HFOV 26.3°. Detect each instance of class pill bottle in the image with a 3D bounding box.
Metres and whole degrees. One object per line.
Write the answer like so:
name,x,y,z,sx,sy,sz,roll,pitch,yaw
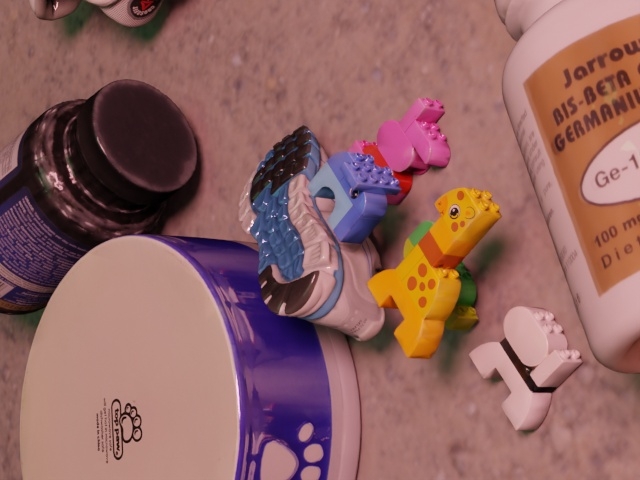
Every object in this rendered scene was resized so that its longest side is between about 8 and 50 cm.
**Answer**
pill bottle,0.162,-0.062,0.677,0.131,0.131,0.229,-35,61,39
pill bottle,-0.197,-0.034,1.069,0.219,0.123,0.123,-31,63,40

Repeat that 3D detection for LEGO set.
LEGO set,0.072,-0.007,0.801,0.093,0.087,0.227,-51,52,30

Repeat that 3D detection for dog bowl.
dog bowl,-0.099,0.128,0.956,0.265,0.104,0.265,-7,80,47

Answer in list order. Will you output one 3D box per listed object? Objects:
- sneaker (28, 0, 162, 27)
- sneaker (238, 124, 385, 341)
sneaker,-0.121,-0.242,1.037,0.330,0.122,0.146,-4,100,46
sneaker,0.000,0.000,0.894,0.071,0.083,0.191,-43,32,23
